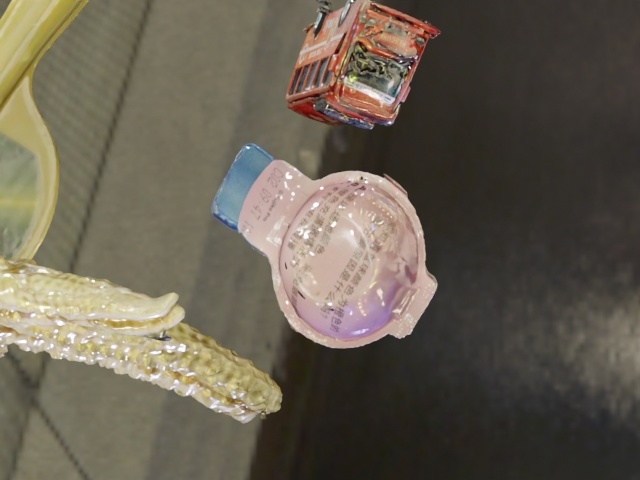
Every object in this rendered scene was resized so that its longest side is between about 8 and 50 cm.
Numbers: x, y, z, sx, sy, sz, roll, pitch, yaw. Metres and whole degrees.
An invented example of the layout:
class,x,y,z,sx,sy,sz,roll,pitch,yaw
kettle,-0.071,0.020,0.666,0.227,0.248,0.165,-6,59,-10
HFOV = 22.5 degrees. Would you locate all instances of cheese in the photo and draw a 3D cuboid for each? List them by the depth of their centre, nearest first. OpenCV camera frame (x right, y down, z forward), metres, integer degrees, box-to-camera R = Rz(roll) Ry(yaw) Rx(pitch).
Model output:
class,x,y,z,sx,sy,sz,roll,pitch,yaw
cheese,0.000,0.000,1.658,0.074,0.286,0.189,15,106,-58

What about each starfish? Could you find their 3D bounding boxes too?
class,x,y,z,sx,sy,sz,roll,pitch,yaw
starfish,-0.251,0.058,1.067,0.324,0.432,0.082,62,30,-67

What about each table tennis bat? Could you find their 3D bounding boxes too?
class,x,y,z,sx,sy,sz,roll,pitch,yaw
table tennis bat,-0.269,-0.089,1.210,0.198,0.050,0.321,36,75,-16

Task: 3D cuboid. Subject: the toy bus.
class,x,y,z,sx,sy,sz,roll,pitch,yaw
toy bus,0.026,-0.136,1.243,0.235,0.073,0.096,-154,-96,-79
